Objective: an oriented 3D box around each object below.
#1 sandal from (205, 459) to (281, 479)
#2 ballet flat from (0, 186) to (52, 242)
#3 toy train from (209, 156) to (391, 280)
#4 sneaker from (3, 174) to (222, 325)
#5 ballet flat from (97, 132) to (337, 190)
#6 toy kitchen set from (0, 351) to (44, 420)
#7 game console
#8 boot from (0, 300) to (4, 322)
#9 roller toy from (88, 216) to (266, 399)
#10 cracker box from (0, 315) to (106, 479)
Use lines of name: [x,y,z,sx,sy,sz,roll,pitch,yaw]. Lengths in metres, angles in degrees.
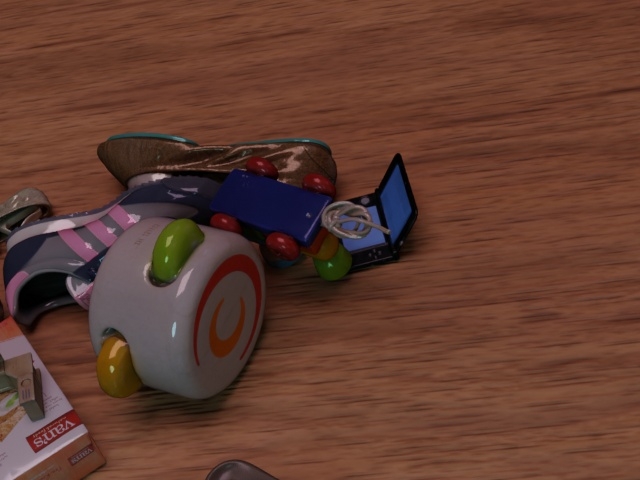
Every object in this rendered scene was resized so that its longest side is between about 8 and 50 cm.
sandal: [-0.035,0.274,1.243,0.219,0.060,0.090,25,58,35]
ballet flat: [-0.438,-0.015,1.656,0.168,0.057,0.052,-39,58,-21]
toy train: [0.000,0.000,1.439,0.248,0.143,0.105,18,68,34]
sneaker: [-0.251,0.022,1.519,0.319,0.112,0.131,-19,50,19]
ballet flat: [-0.148,-0.070,1.603,0.342,0.116,0.124,4,67,15]
toy kitchen set: [-0.358,0.159,1.351,0.083,0.068,0.075,-18,43,-3]
game console: [0.063,-0.036,1.514,0.107,0.071,0.122,-14,44,2]
boot: [-0.535,0.042,1.566,0.305,0.115,0.112,26,91,37]
roller toy: [-0.165,0.076,1.387,0.146,0.191,0.209,12,93,26]
cracker box: [-0.368,0.208,1.403,0.155,0.067,0.232,-32,47,-16]
